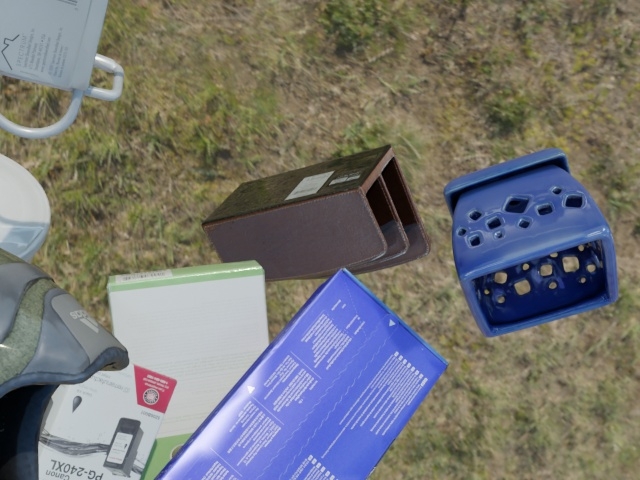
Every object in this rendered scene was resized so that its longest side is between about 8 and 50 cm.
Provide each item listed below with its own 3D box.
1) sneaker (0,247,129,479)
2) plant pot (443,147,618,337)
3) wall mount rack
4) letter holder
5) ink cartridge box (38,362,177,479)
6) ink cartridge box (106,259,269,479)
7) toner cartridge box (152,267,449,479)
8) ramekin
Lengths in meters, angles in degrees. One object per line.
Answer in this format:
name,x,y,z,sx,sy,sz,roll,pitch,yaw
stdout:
sneaker,-0.180,0.131,0.311,0.121,0.111,0.300,26,90,4
plant pot,0.332,-0.004,1.356,0.236,0.212,0.236,-18,144,12
wall mount rack,-0.349,-0.298,0.934,0.304,0.130,0.350,13,125,-20
letter holder,0.000,0.000,1.367,0.302,0.152,0.214,-11,115,31
ink cartridge box,-0.213,0.180,0.765,0.109,0.063,0.150,31,72,-41
ink cartridge box,-0.140,0.148,0.937,0.171,0.056,0.235,-6,98,-14
toner cartridge box,-0.030,0.208,0.872,0.165,0.075,0.348,43,63,-2
ramekin,-0.565,-0.016,1.289,0.273,0.273,0.127,8,133,-24
